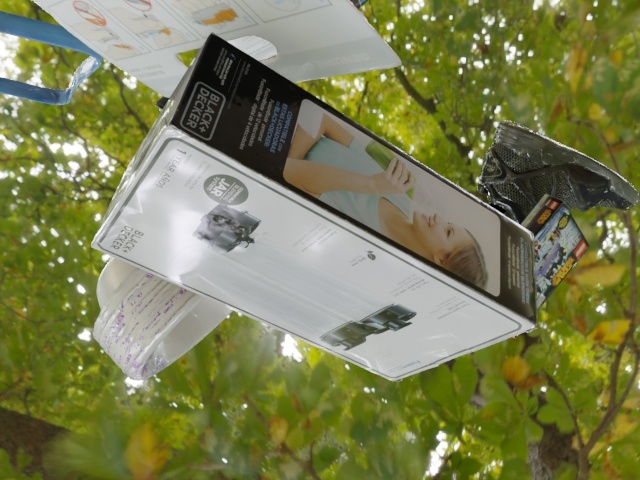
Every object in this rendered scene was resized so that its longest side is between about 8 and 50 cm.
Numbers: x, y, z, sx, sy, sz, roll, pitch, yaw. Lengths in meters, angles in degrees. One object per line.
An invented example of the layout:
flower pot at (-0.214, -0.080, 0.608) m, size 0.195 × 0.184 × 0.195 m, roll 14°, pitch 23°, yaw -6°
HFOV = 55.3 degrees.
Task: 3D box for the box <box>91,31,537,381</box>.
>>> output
box at (0.000, 0.000, 0.462) m, size 0.289 × 0.169 × 0.087 m, roll 27°, pitch -128°, yaw -20°

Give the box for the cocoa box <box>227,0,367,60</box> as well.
cocoa box at (-0.076, -0.561, 1.339) m, size 0.347 × 0.232 × 0.228 m, roll -7°, pitch -147°, yaw 46°

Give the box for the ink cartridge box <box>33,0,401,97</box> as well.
ink cartridge box at (-0.149, -0.249, 0.400) m, size 0.308 × 0.385 × 0.091 m, roll 7°, pitch -111°, yaw 44°

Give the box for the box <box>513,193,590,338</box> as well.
box at (0.229, 0.030, 0.667) m, size 0.137 × 0.094 × 0.027 m, roll -51°, pitch -140°, yaw -2°

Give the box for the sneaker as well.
sneaker at (0.292, -0.057, 0.774) m, size 0.227 × 0.130 × 0.087 m, roll 14°, pitch -158°, yaw -25°

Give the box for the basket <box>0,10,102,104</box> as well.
basket at (-0.434, -0.234, 0.742) m, size 0.254 × 0.288 × 0.201 m, roll -8°, pitch -107°, yaw 55°

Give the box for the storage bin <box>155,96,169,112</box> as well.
storage bin at (-0.194, -0.219, 1.030) m, size 0.135 × 0.091 × 0.098 m, roll -37°, pitch -140°, yaw -19°

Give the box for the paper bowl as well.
paper bowl at (-0.216, 0.064, 0.921) m, size 0.148 × 0.284 × 0.284 m, roll 44°, pitch -109°, yaw 7°
